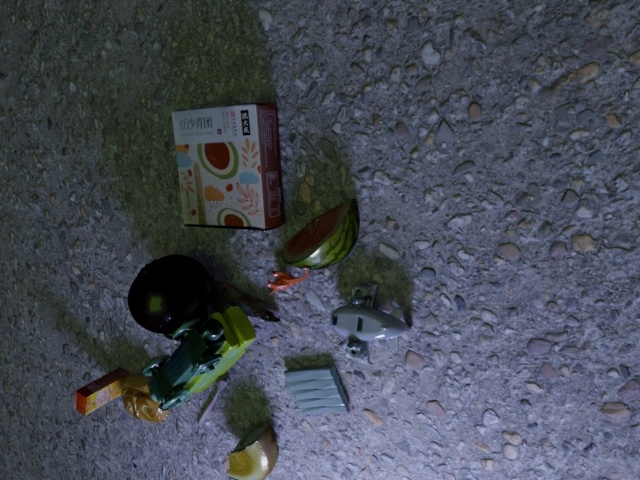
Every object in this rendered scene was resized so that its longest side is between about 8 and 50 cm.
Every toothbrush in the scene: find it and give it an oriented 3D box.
[{"bbox_3d":[-0.420,0.633,1.910,0.025,0.030,0.307,41,120,16],"label":"toothbrush"}]

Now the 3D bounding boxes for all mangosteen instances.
[{"bbox_3d":[-0.508,0.207,1.703,0.297,0.297,0.313,-33,82,31],"label":"mangosteen"}]

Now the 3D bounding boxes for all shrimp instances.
[{"bbox_3d":[-0.270,0.262,1.726,0.296,0.058,0.169,24,121,25],"label":"shrimp"}]

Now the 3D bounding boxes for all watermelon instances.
[{"bbox_3d":[0.018,0.020,1.494,0.303,0.159,0.128,-34,122,32],"label":"watermelon"}]

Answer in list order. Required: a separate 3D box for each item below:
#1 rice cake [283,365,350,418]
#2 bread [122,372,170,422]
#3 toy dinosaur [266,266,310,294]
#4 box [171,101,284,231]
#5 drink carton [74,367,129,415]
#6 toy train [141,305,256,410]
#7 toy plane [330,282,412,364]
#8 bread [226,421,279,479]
[{"bbox_3d":[-0.013,0.506,1.642,0.198,0.037,0.189,-24,89,32],"label":"rice cake"},{"bbox_3d":[-0.715,0.644,2.020,0.236,0.120,0.198,2,104,28],"label":"bread"},{"bbox_3d":[-0.115,0.125,1.561,0.279,0.102,0.055,142,138,-63],"label":"toy dinosaur"},{"bbox_3d":[-0.299,-0.233,1.582,0.345,0.122,0.385,4,103,29],"label":"box"},{"bbox_3d":[-0.921,0.635,2.072,0.071,0.223,0.096,21,111,23],"label":"drink carton"},{"bbox_3d":[-0.396,0.384,1.613,0.442,0.272,0.179,-47,70,32],"label":"toy train"},{"bbox_3d":[0.144,0.247,1.455,0.245,0.117,0.244,-4,82,31],"label":"toy plane"},{"bbox_3d":[-0.234,0.776,1.773,0.261,0.158,0.156,-35,94,30],"label":"bread"}]
